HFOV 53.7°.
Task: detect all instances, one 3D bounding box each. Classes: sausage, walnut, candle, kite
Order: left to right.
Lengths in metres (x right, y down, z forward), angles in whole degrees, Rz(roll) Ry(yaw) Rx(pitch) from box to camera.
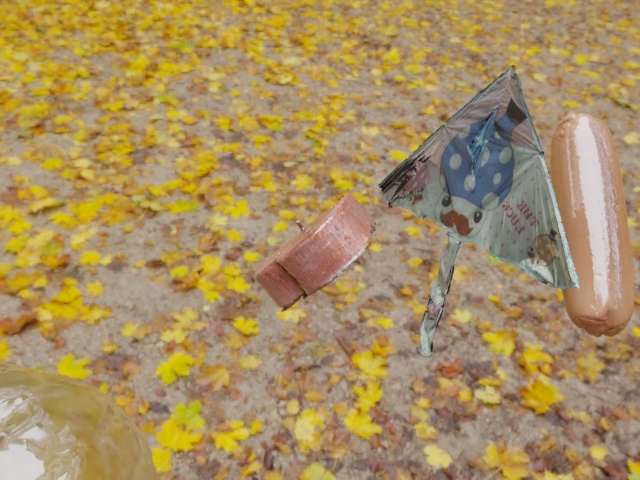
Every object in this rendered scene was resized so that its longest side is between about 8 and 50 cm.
[{"bbox_3d":[-0.294,0.261,0.528,0.333,0.332,0.332,3,34,-2],"label":"walnut"},{"bbox_3d":[0.000,0.000,1.337,0.287,0.317,0.131,-43,96,-27],"label":"candle"},{"bbox_3d":[0.149,-0.028,0.664,0.012,0.314,0.335,10,13,-28],"label":"kite"},{"bbox_3d":[0.334,-0.026,0.785,0.086,0.086,0.288,4,71,0],"label":"sausage"}]
